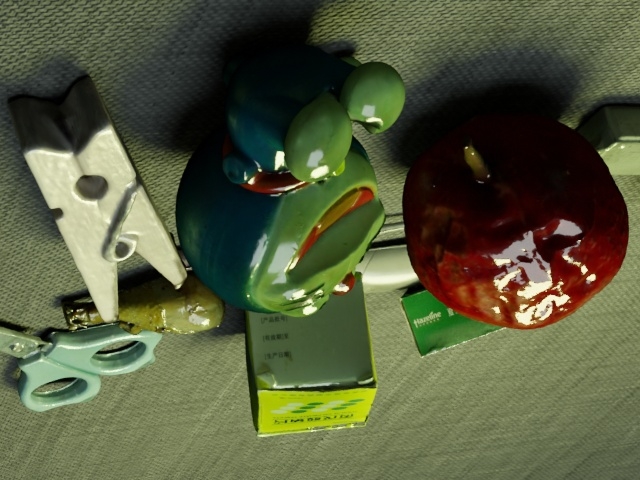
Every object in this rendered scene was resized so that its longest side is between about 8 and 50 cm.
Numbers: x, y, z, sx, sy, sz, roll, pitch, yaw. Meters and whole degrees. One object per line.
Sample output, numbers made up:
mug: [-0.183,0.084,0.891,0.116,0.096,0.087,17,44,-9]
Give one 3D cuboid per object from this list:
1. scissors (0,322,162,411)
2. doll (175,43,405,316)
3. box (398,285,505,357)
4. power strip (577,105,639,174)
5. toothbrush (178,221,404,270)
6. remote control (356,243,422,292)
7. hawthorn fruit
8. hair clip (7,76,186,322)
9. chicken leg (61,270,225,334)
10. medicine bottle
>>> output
scissors: [-0.328,0.116,2.074,0.191,0.029,0.360,-31,150,19]
doll: [-0.033,-0.057,1.721,0.198,0.186,0.322,-37,152,-40]
box: [0.199,0.065,2.186,0.199,0.081,0.135,-18,-178,7]
power strip: [0.389,-0.108,2.033,0.272,0.052,0.078,0,151,-30]
toothbrush: [0.000,0.000,2.043,0.354,0.024,0.029,-9,163,-19]
remote control: [0.051,0.041,2.135,0.229,0.044,0.073,-9,158,-16]
hawthorn fruit: [0.181,-0.040,1.880,0.230,0.210,0.266,-12,144,21]
hair clip: [-0.210,-0.037,1.761,0.101,0.085,0.331,-19,149,-1]
chicken leg: [-0.194,0.076,2.038,0.178,0.070,0.093,-7,161,-5]
medicine bottle: [-0.017,0.133,2.120,0.137,0.141,0.250,-7,164,-4]
